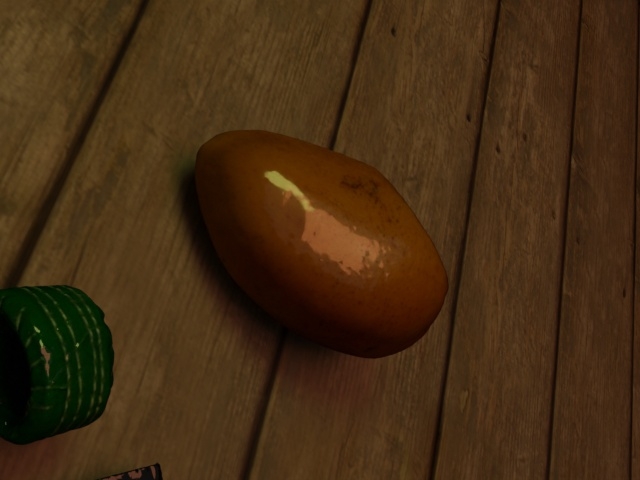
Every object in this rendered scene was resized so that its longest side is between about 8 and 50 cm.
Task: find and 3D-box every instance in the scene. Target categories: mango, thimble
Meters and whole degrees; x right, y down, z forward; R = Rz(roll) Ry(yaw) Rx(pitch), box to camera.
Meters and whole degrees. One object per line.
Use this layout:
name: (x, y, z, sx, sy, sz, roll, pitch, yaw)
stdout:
mango: (0.000, 0.000, 0.963, 0.350, 0.201, 0.199, 37, 25, -27)
thimble: (-0.237, 0.105, 0.702, 0.090, 0.118, 0.130, -5, 109, -54)

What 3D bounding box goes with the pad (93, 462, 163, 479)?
pad: (-0.243, 0.313, 0.668, 0.300, 0.005, 0.202, -5, 79, -41)
